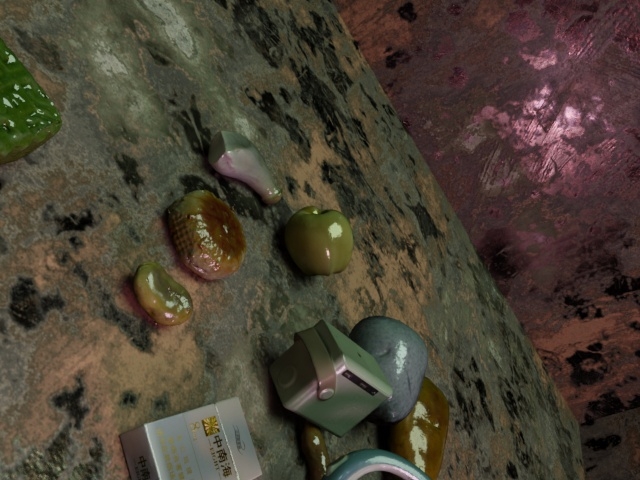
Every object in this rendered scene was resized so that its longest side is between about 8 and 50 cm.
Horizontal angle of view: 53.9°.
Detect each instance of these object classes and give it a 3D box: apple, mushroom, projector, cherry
[{"bbox_3d":[0.000,0.000,1.680,0.200,0.200,0.200,42,33,-36],"label":"apple"},{"bbox_3d":[-0.185,-0.189,1.612,0.270,0.103,0.118,35,38,-53],"label":"mushroom"},{"bbox_3d":[0.016,0.305,1.404,0.242,0.177,0.163,42,9,-39],"label":"projector"},{"bbox_3d":[0.164,0.325,1.619,0.255,0.218,0.296,88,10,-48],"label":"cherry"}]

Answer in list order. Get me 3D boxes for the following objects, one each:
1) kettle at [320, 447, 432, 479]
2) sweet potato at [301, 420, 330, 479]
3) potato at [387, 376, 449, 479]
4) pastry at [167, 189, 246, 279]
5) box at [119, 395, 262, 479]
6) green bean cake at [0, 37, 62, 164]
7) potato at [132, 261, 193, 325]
[{"bbox_3d":[0.106,0.578,1.225,0.342,0.247,0.319,29,77,-12],"label":"kettle"},{"bbox_3d":[-0.002,0.499,1.366,0.065,0.051,0.218,23,47,-57],"label":"sweet potato"},{"bbox_3d":[0.262,0.516,1.713,0.369,0.176,0.195,-75,166,-49],"label":"potato"},{"bbox_3d":[-0.238,-0.013,1.360,0.182,0.093,0.192,-3,68,-64],"label":"pastry"},{"bbox_3d":[-0.214,0.369,1.083,0.243,0.067,0.155,1,67,-60],"label":"box"},{"bbox_3d":[-0.544,-0.210,0.953,0.222,0.125,0.248,55,27,-16],"label":"green bean cake"},{"bbox_3d":[-0.298,0.102,1.173,0.138,0.070,0.091,51,31,-21],"label":"potato"}]
